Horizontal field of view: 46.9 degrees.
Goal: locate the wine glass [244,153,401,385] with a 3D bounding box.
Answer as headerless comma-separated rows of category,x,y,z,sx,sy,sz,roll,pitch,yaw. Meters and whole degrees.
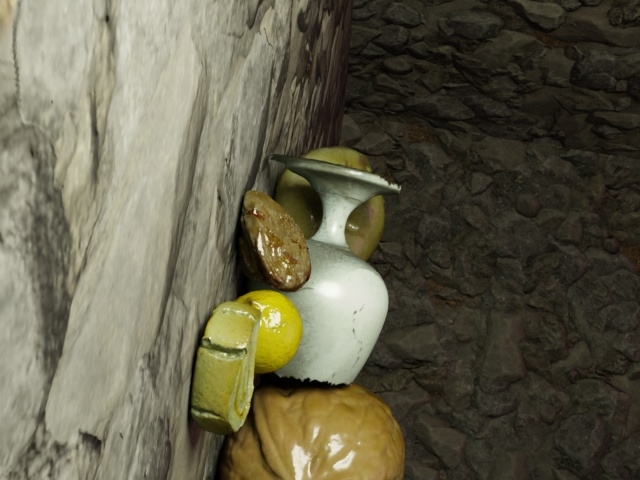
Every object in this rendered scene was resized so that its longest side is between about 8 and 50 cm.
wine glass,-0.002,0.049,1.143,0.238,0.238,0.323,63,39,-86

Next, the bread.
bread,-0.110,0.150,0.860,0.117,0.064,0.156,-43,144,-79

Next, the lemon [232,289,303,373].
lemon,-0.078,0.120,0.971,0.133,0.109,0.109,95,4,-52

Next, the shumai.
shumai,-0.074,0.013,0.990,0.105,0.139,0.123,-51,153,14

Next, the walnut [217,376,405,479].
walnut,-0.016,0.356,1.165,0.333,0.332,0.333,9,90,-88

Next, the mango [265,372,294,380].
mango,-0.045,0.257,1.657,0.343,0.155,0.192,94,5,-53

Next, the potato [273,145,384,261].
potato,0.004,0.001,1.353,0.218,0.202,0.351,3,104,-76
